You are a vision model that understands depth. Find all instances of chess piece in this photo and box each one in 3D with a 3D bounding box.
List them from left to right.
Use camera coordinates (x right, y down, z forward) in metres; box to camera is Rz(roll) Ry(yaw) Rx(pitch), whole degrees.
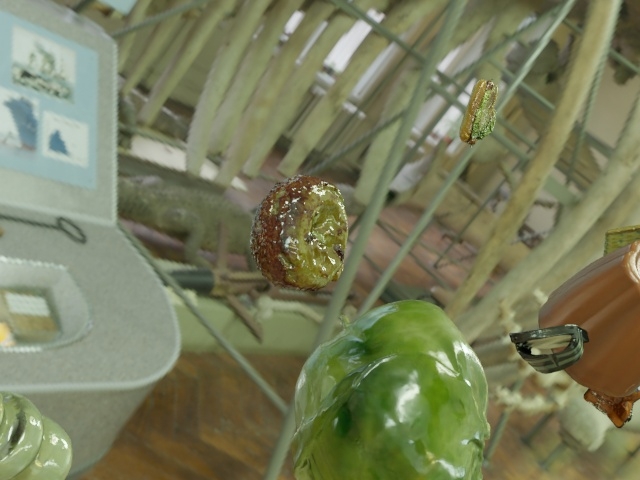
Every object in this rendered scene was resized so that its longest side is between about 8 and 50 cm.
[{"bbox_3d":[-0.488,0.275,1.326,0.182,0.182,0.330,49,-6,40],"label":"chess piece"}]

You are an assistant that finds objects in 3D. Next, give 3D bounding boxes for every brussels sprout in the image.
[{"bbox_3d":[0.116,0.311,1.561,0.361,0.342,0.425,66,22,-69],"label":"brussels sprout"}]

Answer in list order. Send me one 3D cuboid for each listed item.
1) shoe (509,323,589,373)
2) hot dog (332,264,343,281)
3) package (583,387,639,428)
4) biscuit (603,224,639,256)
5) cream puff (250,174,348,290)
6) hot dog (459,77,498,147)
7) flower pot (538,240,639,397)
[{"bbox_3d":[0.273,0.128,1.054,0.179,0.071,0.049,16,64,-61],"label":"shoe"},{"bbox_3d":[0.000,0.000,1.524,0.066,0.047,0.216,30,16,-17],"label":"hot dog"},{"bbox_3d":[0.477,0.237,1.446,0.077,0.111,0.033,40,18,8],"label":"package"},{"bbox_3d":[0.577,0.032,1.645,0.231,0.139,0.016,65,18,-56],"label":"biscuit"},{"bbox_3d":[-0.028,-0.007,1.083,0.084,0.149,0.149,7,-6,32],"label":"cream puff"},{"bbox_3d":[0.294,-0.232,1.671,0.056,0.133,0.041,18,0,-31],"label":"hot dog"},{"bbox_3d":[0.435,0.102,1.293,0.190,0.173,0.191,15,50,-18],"label":"flower pot"}]
